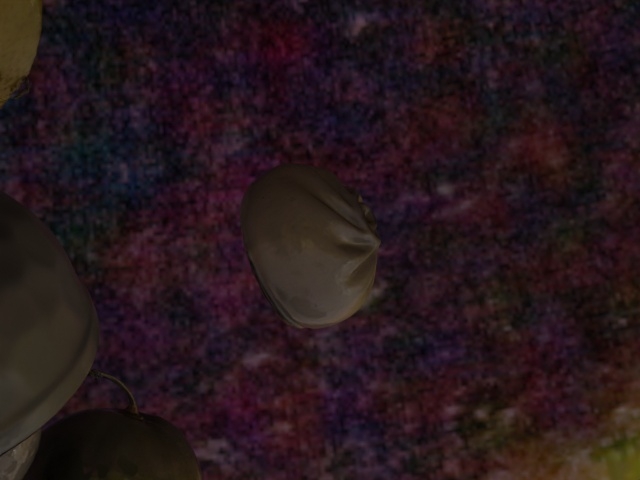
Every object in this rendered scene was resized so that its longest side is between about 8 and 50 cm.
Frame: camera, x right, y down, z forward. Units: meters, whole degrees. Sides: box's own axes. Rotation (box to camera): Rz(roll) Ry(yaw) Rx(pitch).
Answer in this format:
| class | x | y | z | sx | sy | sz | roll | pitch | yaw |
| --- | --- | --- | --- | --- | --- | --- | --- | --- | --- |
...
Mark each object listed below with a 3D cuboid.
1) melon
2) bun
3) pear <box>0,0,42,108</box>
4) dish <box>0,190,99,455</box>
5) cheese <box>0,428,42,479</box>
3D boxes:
| class | x | y | z | sx | sy | sz | roll | pitch | yaw |
| --- | --- | --- | --- | --- | --- | --- | --- | --- | --- |
| melon | -0.284 | 0.358 | 1.537 | 0.308 | 0.272 | 0.272 | -53 | 148 | -3 |
| bun | 0.000 | 0.000 | 1.192 | 0.120 | 0.173 | 0.173 | -20 | 152 | 17 |
| pear | -0.337 | -0.157 | 0.791 | 0.267 | 0.267 | 0.178 | -26 | -167 | 34 |
| dish | -0.274 | 0.030 | 0.667 | 0.303 | 0.303 | 0.120 | -6 | 119 | -3 |
| cheese | -0.402 | 0.219 | 1.349 | 0.154 | 0.198 | 0.189 | 25 | 134 | -19 |
